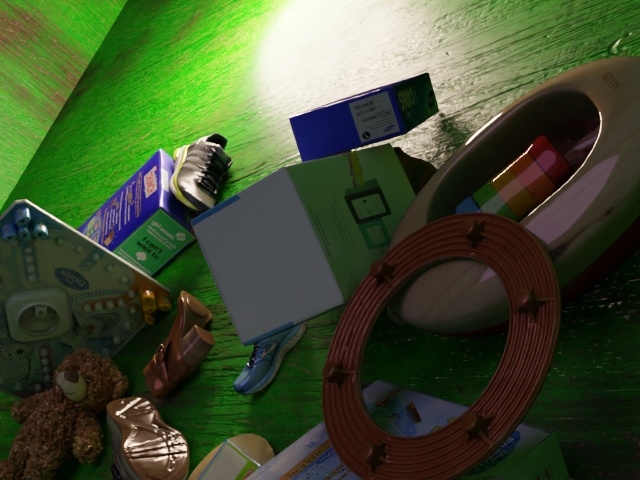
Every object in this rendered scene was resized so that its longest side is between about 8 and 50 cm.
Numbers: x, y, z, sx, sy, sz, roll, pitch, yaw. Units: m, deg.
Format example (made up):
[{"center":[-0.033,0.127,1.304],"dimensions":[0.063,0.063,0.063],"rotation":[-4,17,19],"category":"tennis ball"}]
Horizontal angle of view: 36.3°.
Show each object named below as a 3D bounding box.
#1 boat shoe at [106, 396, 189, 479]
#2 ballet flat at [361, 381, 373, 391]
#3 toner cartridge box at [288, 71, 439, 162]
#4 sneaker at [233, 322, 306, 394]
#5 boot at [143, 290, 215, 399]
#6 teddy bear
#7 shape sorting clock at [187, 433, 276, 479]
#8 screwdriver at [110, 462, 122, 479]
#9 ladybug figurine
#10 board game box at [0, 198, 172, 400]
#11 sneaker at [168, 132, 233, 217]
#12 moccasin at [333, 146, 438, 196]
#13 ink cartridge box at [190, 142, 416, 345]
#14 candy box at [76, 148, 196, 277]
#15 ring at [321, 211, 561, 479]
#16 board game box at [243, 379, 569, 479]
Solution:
[{"center":[-0.291,0.363,1.628],"dimensions":[0.302,0.109,0.098],"rotation":[-150,58,-60],"category":"boat shoe"},{"center":[0.019,0.289,1.315],"dimensions":[0.213,0.072,0.068],"rotation":[-58,3,-15],"category":"ballet flat"},{"center":[0.080,-0.201,1.548],"dimensions":[0.165,0.075,0.348],"rotation":[-13,9,18],"category":"toner cartridge box"},{"center":[-0.096,0.174,1.581],"dimensions":[0.162,0.073,0.063],"rotation":[-56,30,-10],"category":"sneaker"},{"center":[-0.272,0.191,1.814],"dimensions":[0.152,0.073,0.197],"rotation":[-48,26,13],"category":"boot"},{"center":[-0.519,0.366,1.885],"dimensions":[0.338,0.113,0.245],"rotation":[-46,42,9],"category":"teddy bear"},{"center":[-0.142,0.381,1.442],"dimensions":[0.206,0.040,0.206],"rotation":[-36,29,23],"category":"shape sorting clock"},{"center":[-0.328,0.430,1.674],"dimensions":[0.025,0.024,0.170],"rotation":[-28,30,-20],"category":"screwdriver"},{"center":[0.269,-0.032,1.217],"dimensions":[0.449,0.162,0.305],"rotation":[-40,32,19],"category":"ladybug figurine"},{"center":[-0.554,0.157,1.920],"dimensions":[0.390,0.390,0.050],"rotation":[-44,38,12],"category":"board game box"},{"center":[-0.256,-0.149,2.145],"dimensions":[0.121,0.111,0.300],"rotation":[-37,34,16],"category":"sneaker"},{"center":[0.029,-0.090,1.632],"dimensions":[0.380,0.147,0.139],"rotation":[3,59,56],"category":"moccasin"},{"center":[0.000,0.000,1.398],"dimensions":[0.198,0.197,0.270],"rotation":[-26,-5,36],"category":"ink cartridge box"},{"center":[-0.426,-0.015,2.208],"dimensions":[0.317,0.122,0.268],"rotation":[-41,29,18],"category":"candy box"},{"center":[0.118,0.113,1.093],"dimensions":[0.336,0.032,0.336],"rotation":[-32,41,33],"category":"ring"},{"center":[0.056,0.295,1.102],"dimensions":[0.318,0.066,0.318],"rotation":[-32,20,-27],"category":"board game box"}]
